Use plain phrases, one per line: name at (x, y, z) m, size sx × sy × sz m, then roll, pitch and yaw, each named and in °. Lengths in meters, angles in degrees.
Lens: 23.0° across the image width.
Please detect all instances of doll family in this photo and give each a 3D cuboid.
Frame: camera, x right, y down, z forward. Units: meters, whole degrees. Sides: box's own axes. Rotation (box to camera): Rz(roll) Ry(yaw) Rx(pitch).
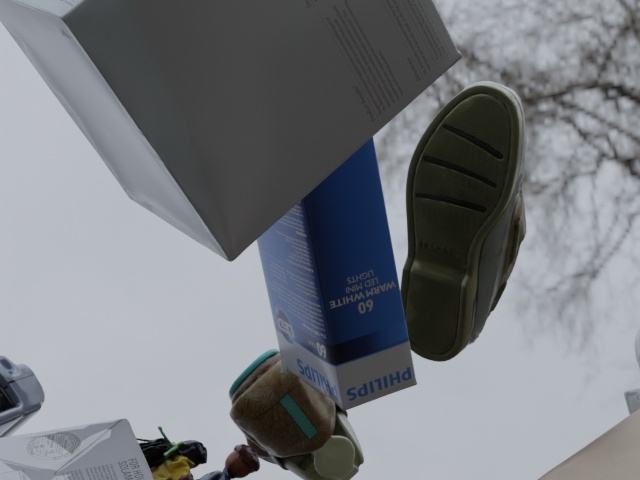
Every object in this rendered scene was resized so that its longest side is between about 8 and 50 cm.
doll family at (-0.110, 0.194, 1.190) m, size 0.111 × 0.193 × 0.076 m, roll -34°, pitch -65°, yaw -22°

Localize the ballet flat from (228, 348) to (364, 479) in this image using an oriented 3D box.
ballet flat at (-0.012, 0.191, 1.588) m, size 0.116 × 0.124 × 0.342 m, roll -42°, pitch -12°, yaw -7°

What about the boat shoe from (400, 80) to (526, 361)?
boat shoe at (0.151, -0.028, 1.602) m, size 0.113 × 0.103 × 0.302 m, roll 26°, pitch -60°, yaw 23°

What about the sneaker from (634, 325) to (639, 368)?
sneaker at (0.408, 0.100, 1.823) m, size 0.051 × 0.134 × 0.070 m, roll 33°, pitch -39°, yaw -17°

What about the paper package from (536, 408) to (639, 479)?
paper package at (0.355, 0.198, 1.089) m, size 0.309 × 0.168 × 0.325 m, roll -29°, pitch 15°, yaw -27°

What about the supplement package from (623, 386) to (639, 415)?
supplement package at (0.443, 0.295, 1.632) m, size 0.177 × 0.293 × 0.175 m, roll -16°, pitch -31°, yaw 9°

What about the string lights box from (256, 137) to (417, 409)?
string lights box at (0.000, 0.000, 1.348) m, size 0.076 × 0.133 × 0.260 m, roll -18°, pitch -70°, yaw -21°

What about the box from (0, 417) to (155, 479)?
box at (-0.109, 0.253, 0.746) m, size 0.087 × 0.169 × 0.290 m, roll -8°, pitch -67°, yaw -17°

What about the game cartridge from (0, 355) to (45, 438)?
game cartridge at (-0.297, 0.160, 0.982) m, size 0.196 × 0.060 × 0.294 m, roll -37°, pitch -5°, yaw 9°

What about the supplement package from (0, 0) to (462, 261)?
supplement package at (-0.062, -0.137, 0.971) m, size 0.203 × 0.149 × 0.194 m, roll -42°, pitch -55°, yaw -14°
